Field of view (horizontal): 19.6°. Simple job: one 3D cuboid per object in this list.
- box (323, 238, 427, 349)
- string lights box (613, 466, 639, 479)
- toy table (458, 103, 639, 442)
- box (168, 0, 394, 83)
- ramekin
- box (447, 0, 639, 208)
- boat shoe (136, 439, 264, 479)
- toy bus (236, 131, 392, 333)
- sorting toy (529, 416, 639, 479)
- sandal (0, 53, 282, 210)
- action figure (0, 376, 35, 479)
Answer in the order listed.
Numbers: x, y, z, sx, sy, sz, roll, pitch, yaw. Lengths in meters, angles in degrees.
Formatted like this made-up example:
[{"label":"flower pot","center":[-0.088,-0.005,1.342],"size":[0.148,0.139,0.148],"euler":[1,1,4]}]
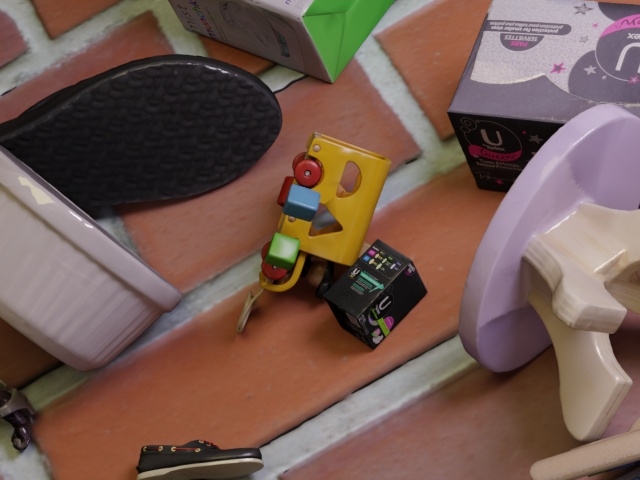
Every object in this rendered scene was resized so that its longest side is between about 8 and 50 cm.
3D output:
[{"label":"box","center":[0.056,0.053,1.853],"size":[0.052,0.062,0.083],"euler":[33,72,36]},{"label":"string lights box","center":[0.309,0.325,1.521],"size":[0.076,0.133,0.260],"euler":[-27,51,1]},{"label":"toy table","center":[0.255,0.033,1.691],"size":[0.252,0.274,0.161],"euler":[-5,34,-41]},{"label":"box","center":[-0.022,-0.343,2.123],"size":[0.231,0.127,0.262],"euler":[22,66,32]},{"label":"ramekin","center":[-0.281,0.021,1.884],"size":[0.273,0.273,0.127],"euler":[37,87,36]},{"label":"box","center":[0.278,-0.141,1.858],"size":[0.247,0.142,0.163],"euler":[9,60,25]},{"label":"boat shoe","center":[-0.118,0.213,1.813],"size":[0.133,0.049,0.042],"euler":[-9,62,20]},{"label":"toy bus","center":[0.004,-0.011,1.887],"size":[0.104,0.202,0.191],"euler":[19,52,-4]},{"label":"sorting toy","center":[0.304,0.165,1.583],"size":[0.193,0.208,0.038],"euler":[-23,83,35]},{"label":"sandal","center":[-0.262,-0.112,2.035],"size":[0.445,0.167,0.107],"euler":[-16,35,9]},{"label":"action figure","center":[-0.365,0.233,1.867],"size":[0.185,0.099,0.285],"euler":[-37,48,1]}]
